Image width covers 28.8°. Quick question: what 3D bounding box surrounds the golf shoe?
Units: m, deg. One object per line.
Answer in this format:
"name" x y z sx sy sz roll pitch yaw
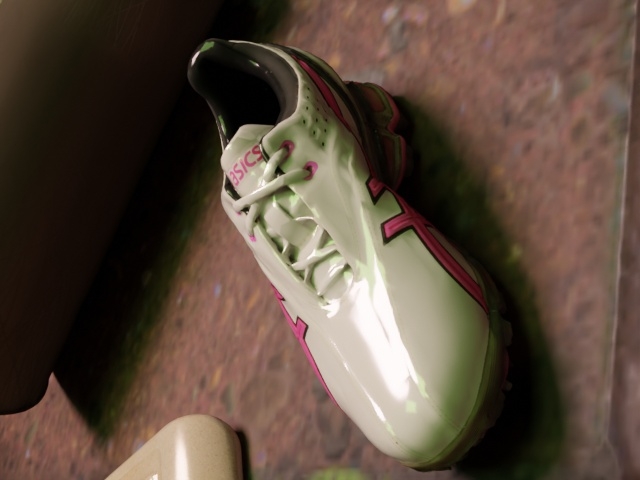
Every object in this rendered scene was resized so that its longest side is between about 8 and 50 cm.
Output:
"golf shoe" 0.000 0.000 0.423 0.067 0.086 0.186 -50 39 24

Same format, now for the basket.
"basket" -0.155 -0.063 0.624 0.227 0.154 0.204 -59 37 9

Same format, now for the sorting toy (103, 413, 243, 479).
"sorting toy" -0.100 0.193 0.503 0.208 0.038 0.193 -39 44 37
